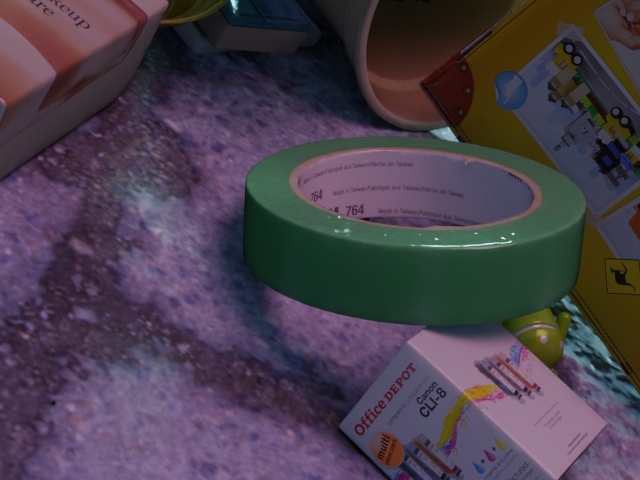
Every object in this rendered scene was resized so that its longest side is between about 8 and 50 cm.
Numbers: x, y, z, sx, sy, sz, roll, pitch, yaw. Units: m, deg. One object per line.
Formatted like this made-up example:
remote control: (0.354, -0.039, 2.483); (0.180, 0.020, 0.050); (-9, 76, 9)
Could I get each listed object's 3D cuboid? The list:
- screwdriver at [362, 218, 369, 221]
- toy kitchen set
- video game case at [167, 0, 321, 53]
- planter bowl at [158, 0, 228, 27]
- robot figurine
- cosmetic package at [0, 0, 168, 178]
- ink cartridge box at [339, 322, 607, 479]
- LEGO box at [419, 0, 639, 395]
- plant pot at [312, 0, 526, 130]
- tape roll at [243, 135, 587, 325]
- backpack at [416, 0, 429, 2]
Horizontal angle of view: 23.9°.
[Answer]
screwdriver: (0.000, 0.000, 1.522); (0.025, 0.024, 0.170); (18, 28, 26)
toy kitchen set: (-0.082, -0.340, 1.685); (0.122, 0.166, 0.207); (-4, 51, -44)
video game case: (-0.133, -0.307, 1.774); (0.206, 0.026, 0.227); (-12, 57, -48)
planter bowl: (-0.198, -0.294, 1.619); (0.217, 0.090, 0.217); (11, 57, -17)
robot figurine: (0.208, 0.090, 1.554); (0.101, 0.067, 0.115); (14, 40, -33)
cosmetic package: (-0.284, -0.171, 1.381); (0.153, 0.129, 0.296); (36, 33, 2)
ink cartridge box: (0.134, 0.164, 1.345); (0.176, 0.128, 0.127); (43, 35, 12)
LEGO box: (0.407, -0.084, 1.577); (0.500, 0.372, 0.193); (55, 37, 4)
plant pot: (0.099, -0.353, 1.812); (0.334, 0.333, 0.305); (-1, 37, -42)
tape roll: (0.088, -0.017, 1.432); (0.321, 0.077, 0.321); (3, 20, -1)
backpack: (-0.021, -0.376, 1.534); (0.213, 0.263, 0.276); (55, 28, -60)
